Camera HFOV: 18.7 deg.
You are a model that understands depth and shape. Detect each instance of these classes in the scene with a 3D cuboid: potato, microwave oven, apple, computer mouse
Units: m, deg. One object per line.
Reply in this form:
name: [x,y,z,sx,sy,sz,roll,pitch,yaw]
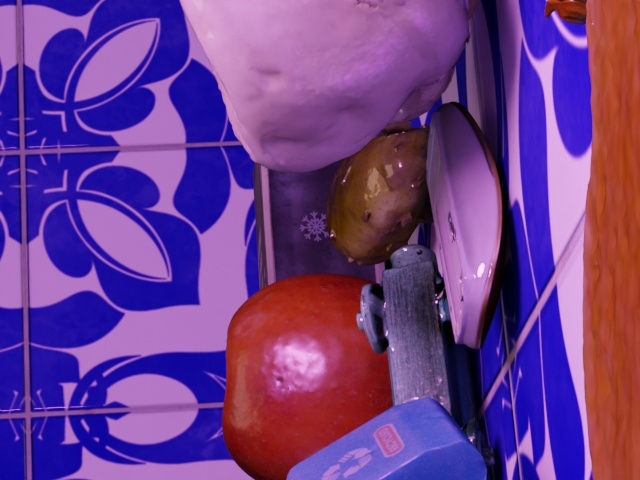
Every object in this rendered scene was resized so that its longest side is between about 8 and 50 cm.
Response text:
potato: [0.058,-0.043,1.790,0.225,0.090,0.117,125,149,-72]
microwave oven: [0.000,0.000,2.198,0.194,0.145,0.240,92,174,-67]
apple: [0.011,0.140,1.829,0.218,0.201,0.218,1,-90,-88]
computer mouse: [0.110,-0.013,1.429,0.102,0.045,0.199,93,173,-47]

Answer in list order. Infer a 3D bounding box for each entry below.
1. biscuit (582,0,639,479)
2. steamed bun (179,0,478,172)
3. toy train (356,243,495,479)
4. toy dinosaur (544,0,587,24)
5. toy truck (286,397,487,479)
biscuit: [0.160,-0.020,0.696,0.385,0.062,0.365,123,147,-82]
steamed bun: [0.011,-0.238,1.389,0.352,0.247,0.339,-73,-36,-82]
toy train: [0.091,0.132,1.549,0.159,0.101,0.248,63,-160,-61]
toy dinosaur: [0.141,-0.127,1.030,0.113,0.041,0.026,-92,-4,-86]
toy truck: [0.072,0.297,1.316,0.146,0.175,0.367,-127,34,-78]
